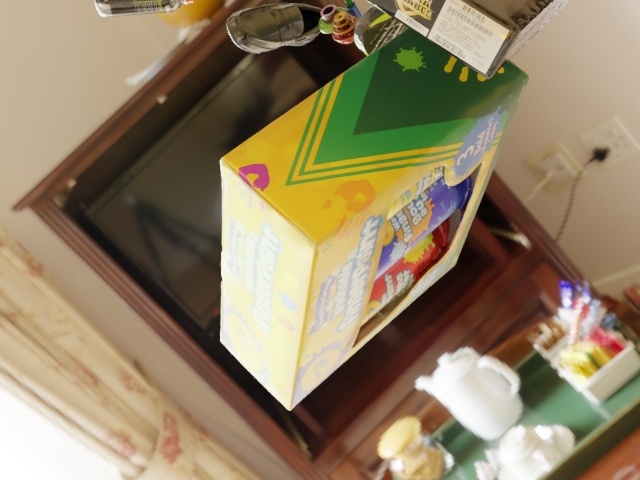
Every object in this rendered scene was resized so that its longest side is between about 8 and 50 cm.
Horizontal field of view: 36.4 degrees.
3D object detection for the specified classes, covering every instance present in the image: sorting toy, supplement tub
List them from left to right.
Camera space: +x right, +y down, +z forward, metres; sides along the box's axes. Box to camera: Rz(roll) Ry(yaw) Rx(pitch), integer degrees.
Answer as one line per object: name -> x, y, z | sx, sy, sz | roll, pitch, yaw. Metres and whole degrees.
supplement tub -> -0.349, -0.505, 1.916 | 0.190, 0.117, 0.117 | -5, 11, -6
sorting toy -> 0.028, -0.332, 1.438 | 0.061, 0.042, 0.102 | -38, 42, -3

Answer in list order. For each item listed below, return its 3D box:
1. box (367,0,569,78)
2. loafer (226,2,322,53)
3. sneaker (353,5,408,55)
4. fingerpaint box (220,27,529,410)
box -> 0.136, -0.335, 1.106 | 0.295, 0.293, 0.073 | -44, -13, -47
loafer -> -0.066, -0.345, 1.538 | 0.078, 0.076, 0.223 | -26, -2, 34
sneaker -> 0.107, -0.351, 1.382 | 0.300, 0.121, 0.111 | -51, -7, -48
fingerpaint box -> 0.054, -0.023, 1.286 | 0.371, 0.163, 0.445 | -38, -22, -26
